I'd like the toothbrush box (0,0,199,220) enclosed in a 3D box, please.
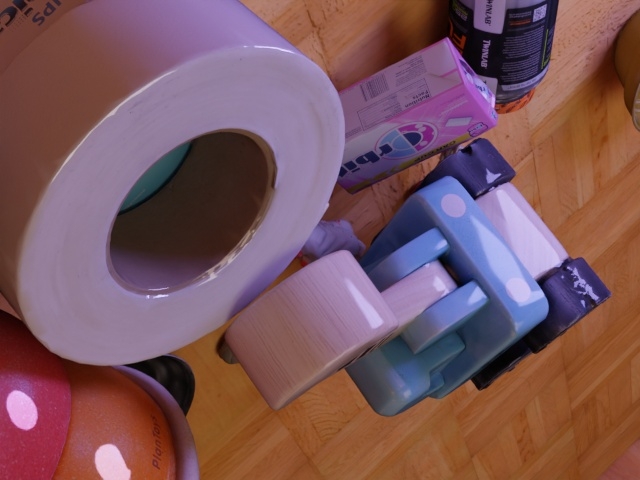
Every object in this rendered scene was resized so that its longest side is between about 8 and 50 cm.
[{"bbox_3d":[-0.191,-0.094,0.958,0.216,0.126,0.295,-46,150,-1],"label":"toothbrush box"}]

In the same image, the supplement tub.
[{"bbox_3d":[0.195,-0.235,1.285,0.117,0.117,0.190,-33,145,-23],"label":"supplement tub"}]

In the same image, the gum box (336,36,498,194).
[{"bbox_3d":[0.085,-0.129,1.247,0.188,0.062,0.107,-25,153,16],"label":"gum box"}]

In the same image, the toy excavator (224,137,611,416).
[{"bbox_3d":[0.077,0.078,1.198,0.445,0.222,0.433,-31,168,-27],"label":"toy excavator"}]

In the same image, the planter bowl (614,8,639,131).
[{"bbox_3d":[0.464,-0.260,1.614,0.217,0.090,0.217,-32,146,-25],"label":"planter bowl"}]

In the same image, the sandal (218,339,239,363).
[{"bbox_3d":[-0.046,0.126,1.458,0.180,0.049,0.072,-10,133,-46],"label":"sandal"}]

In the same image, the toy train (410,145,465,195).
[{"bbox_3d":[0.192,-0.059,1.506,0.143,0.105,0.248,-32,147,-43],"label":"toy train"}]

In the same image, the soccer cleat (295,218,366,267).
[{"bbox_3d":[0.000,0.000,1.365,0.076,0.068,0.196,-51,156,-3],"label":"soccer cleat"}]

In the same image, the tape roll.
[{"bbox_3d":[-0.119,-0.045,0.884,0.286,0.100,0.286,-30,144,-25],"label":"tape roll"}]

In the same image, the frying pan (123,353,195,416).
[{"bbox_3d":[-0.277,0.226,1.284,0.326,0.053,0.197,-31,144,-22],"label":"frying pan"}]

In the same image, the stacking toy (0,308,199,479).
[{"bbox_3d":[-0.339,0.120,0.872,0.350,0.350,0.480,-41,129,-10],"label":"stacking toy"}]
